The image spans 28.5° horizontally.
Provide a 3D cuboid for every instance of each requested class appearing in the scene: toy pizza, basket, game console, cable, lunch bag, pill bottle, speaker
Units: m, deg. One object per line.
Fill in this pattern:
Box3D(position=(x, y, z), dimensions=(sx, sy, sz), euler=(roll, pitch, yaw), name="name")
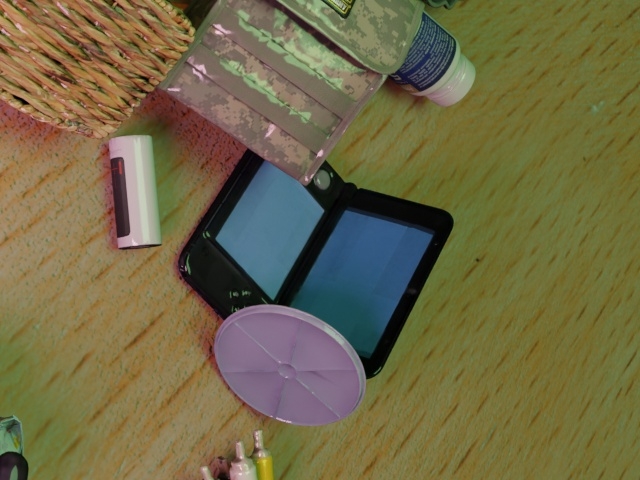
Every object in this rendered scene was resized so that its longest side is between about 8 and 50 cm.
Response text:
Box3D(position=(-0.037, 0.154, 1.584), dimensions=(0.201, 0.201, 0.032), euler=(55, 36, -23), name="toy pizza")
Box3D(position=(-0.331, -0.271, 1.437), dimensions=(0.213, 0.223, 0.299), euler=(-49, 123, 1), name="basket")
Box3D(position=(0.000, 0.000, 1.657), dimensions=(0.250, 0.173, 0.293), euler=(48, 53, -28), name="game console")
Box3D(position=(-0.087, 0.389, 1.584), dimensions=(0.139, 0.072, 0.287), euler=(-28, 103, -37), name="cable")
Box3D(position=(-0.034, -0.254, 1.558), dimensions=(0.235, 0.169, 0.287), euler=(34, 98, -22), name="lunch bag")
Box3D(position=(0.142, -0.281, 1.878), dimensions=(0.186, 0.112, 0.112), euler=(33, 62, -35), name="pill bottle")
Box3D(position=(-0.225, -0.059, 1.531), dimensions=(0.055, 0.055, 0.136), euler=(-2, 86, -44), name="speaker")
Box3D(position=(-0.356, 0.228, 1.350), dimensions=(0.053, 0.071, 0.083), euler=(41, 57, -30), name="lunch bag")

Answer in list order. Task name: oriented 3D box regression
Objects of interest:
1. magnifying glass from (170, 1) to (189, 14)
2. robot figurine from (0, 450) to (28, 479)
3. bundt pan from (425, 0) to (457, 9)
Box3D(position=(-0.102, -0.283, 1.638), dimensions=(0.231, 0.026, 0.092), euler=(5, 102, -16), name="magnifying glass")
Box3D(position=(-0.417, 0.252, 1.222), dimensions=(0.209, 0.173, 0.278), euler=(25, 67, -45), name="robot figurine")
Box3D(position=(0.183, -0.520, 1.875), dimensions=(0.331, 0.124, 0.331), euler=(-45, 150, -35), name="bundt pan")
